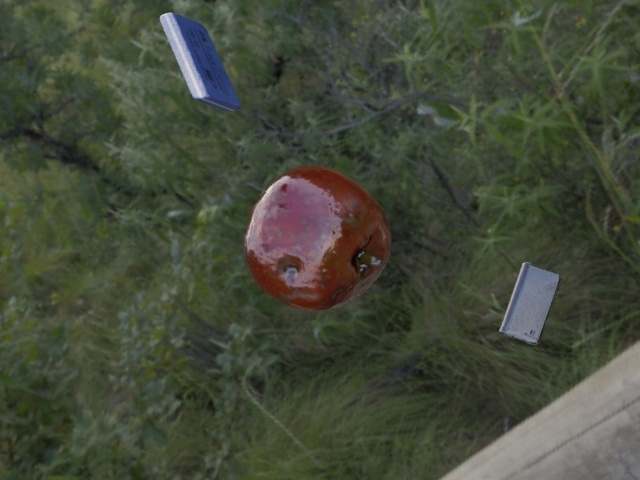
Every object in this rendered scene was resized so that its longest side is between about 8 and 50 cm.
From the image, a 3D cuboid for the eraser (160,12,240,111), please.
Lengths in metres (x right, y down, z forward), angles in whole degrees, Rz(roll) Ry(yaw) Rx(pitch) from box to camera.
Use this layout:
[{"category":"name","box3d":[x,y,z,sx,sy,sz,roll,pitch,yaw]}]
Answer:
[{"category":"eraser","box3d":[-0.210,-0.309,1.385,0.036,0.082,0.225,-40,59,28]}]

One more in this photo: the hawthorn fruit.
[{"category":"hawthorn fruit","box3d":[0.000,0.000,1.466,0.299,0.275,0.275,21,83,39]}]

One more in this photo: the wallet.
[{"category":"wallet","box3d":[0.544,0.165,2.071,0.031,0.110,0.198,84,-151,-77]}]
